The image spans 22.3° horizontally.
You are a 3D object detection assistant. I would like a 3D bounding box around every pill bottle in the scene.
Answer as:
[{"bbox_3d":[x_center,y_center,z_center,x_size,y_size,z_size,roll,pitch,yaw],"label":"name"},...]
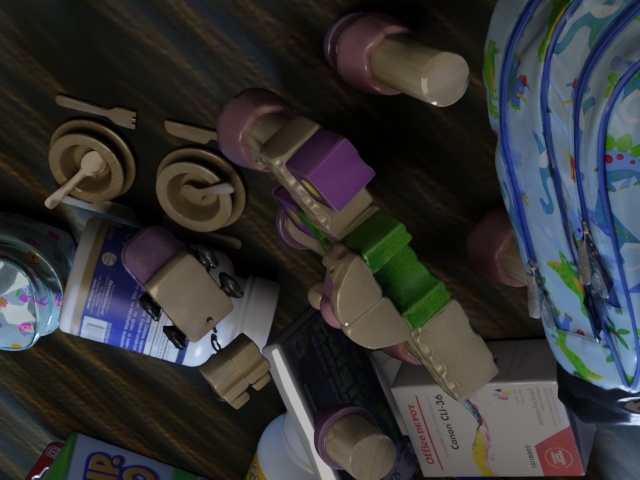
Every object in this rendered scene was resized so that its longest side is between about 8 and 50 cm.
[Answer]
[{"bbox_3d":[-0.138,0.054,1.495,0.187,0.112,0.112,16,131,-5],"label":"pill bottle"},{"bbox_3d":[-0.015,0.239,1.586,0.117,0.117,0.208,24,131,4],"label":"pill bottle"}]

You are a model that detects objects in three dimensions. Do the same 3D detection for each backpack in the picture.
[{"bbox_3d":[0.263,-0.061,1.162,0.290,0.273,0.355,-22,101,-3],"label":"backpack"},{"bbox_3d":[-0.322,0.038,1.565,0.182,0.115,0.152,6,125,15],"label":"backpack"}]

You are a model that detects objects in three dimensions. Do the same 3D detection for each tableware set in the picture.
[{"bbox_3d":[-0.164,-0.053,1.479,0.194,0.039,0.128,14,129,12],"label":"tableware set"}]

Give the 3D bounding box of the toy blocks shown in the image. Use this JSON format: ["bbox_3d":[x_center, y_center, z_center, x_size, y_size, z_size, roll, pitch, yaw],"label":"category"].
[{"bbox_3d":[0.000,0.000,1.319,0.288,0.309,0.260,54,169,-30],"label":"toy blocks"}]

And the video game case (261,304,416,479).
[{"bbox_3d":[0.021,0.152,1.438,0.022,0.173,0.190,-21,97,22],"label":"video game case"}]

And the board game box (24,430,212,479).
[{"bbox_3d":[-0.187,0.281,1.685,0.259,0.124,0.039,16,128,10],"label":"board game box"}]

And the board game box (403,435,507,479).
[{"bbox_3d":[0.118,0.362,1.509,0.232,0.291,0.141,23,129,5],"label":"board game box"}]

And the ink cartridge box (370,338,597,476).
[{"bbox_3d":[0.142,0.156,1.492,0.198,0.067,0.115,-5,124,26],"label":"ink cartridge box"}]
